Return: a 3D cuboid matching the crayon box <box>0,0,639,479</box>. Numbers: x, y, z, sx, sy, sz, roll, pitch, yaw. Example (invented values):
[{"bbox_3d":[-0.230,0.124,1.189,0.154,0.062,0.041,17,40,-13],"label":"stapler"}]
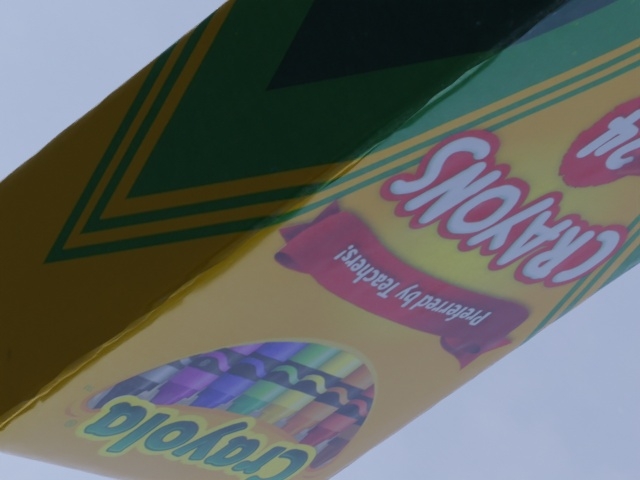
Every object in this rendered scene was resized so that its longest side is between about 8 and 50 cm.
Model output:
[{"bbox_3d":[0.000,0.000,0.702,0.318,0.202,0.081,-37,-118,18],"label":"crayon box"}]
